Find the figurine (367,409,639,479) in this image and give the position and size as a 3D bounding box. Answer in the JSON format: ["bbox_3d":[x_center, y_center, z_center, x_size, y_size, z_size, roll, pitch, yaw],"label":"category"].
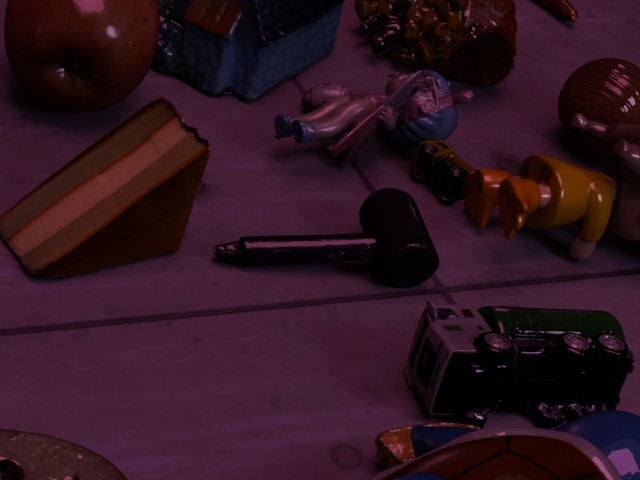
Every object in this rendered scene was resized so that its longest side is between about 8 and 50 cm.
[{"bbox_3d":[0.124,0.250,1.183,0.416,0.243,0.298,-1,39,-47],"label":"figurine"}]

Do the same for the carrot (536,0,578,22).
[{"bbox_3d":[0.347,-0.412,2.335,0.057,0.057,0.224,-12,47,-34],"label":"carrot"}]

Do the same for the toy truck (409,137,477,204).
[{"bbox_3d":[0.152,-0.089,1.811,0.054,0.049,0.083,-17,48,-40],"label":"toy truck"}]

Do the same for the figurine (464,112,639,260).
[{"bbox_3d":[0.362,-0.059,1.754,0.344,0.187,0.215,-5,28,-17],"label":"figurine"}]

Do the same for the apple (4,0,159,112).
[{"bbox_3d":[-0.286,-0.249,1.741,0.188,0.188,0.173,10,40,-9],"label":"apple"}]

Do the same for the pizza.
[{"bbox_3d":[0.130,0.228,1.367,0.175,0.046,0.134,16,39,5],"label":"pizza"}]

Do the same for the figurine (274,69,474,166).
[{"bbox_3d":[0.052,-0.152,1.837,0.260,0.102,0.205,-16,10,-34],"label":"figurine"}]

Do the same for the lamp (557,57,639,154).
[{"bbox_3d":[0.386,-0.178,1.952,0.136,0.136,0.136,11,35,-8],"label":"lamp"}]

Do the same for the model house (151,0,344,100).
[{"bbox_3d":[-0.104,-0.352,1.912,0.226,0.241,0.261,30,38,16],"label":"model house"}]

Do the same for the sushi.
[{"bbox_3d":[0.171,-0.318,2.053,0.179,0.167,0.296,17,38,-34],"label":"sushi"}]

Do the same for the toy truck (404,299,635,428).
[{"bbox_3d":[0.211,0.119,1.506,0.243,0.101,0.125,2,32,-23],"label":"toy truck"}]

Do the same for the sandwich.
[{"bbox_3d":[-0.233,-0.058,1.537,0.187,0.144,0.117,-12,41,-35],"label":"sandwich"}]

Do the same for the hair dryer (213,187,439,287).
[{"bbox_3d":[0.000,0.001,1.630,0.248,0.070,0.114,-3,40,-12],"label":"hair dryer"}]

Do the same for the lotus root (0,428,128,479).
[{"bbox_3d":[-0.242,0.230,1.156,0.235,0.119,0.138,14,37,1],"label":"lotus root"}]
